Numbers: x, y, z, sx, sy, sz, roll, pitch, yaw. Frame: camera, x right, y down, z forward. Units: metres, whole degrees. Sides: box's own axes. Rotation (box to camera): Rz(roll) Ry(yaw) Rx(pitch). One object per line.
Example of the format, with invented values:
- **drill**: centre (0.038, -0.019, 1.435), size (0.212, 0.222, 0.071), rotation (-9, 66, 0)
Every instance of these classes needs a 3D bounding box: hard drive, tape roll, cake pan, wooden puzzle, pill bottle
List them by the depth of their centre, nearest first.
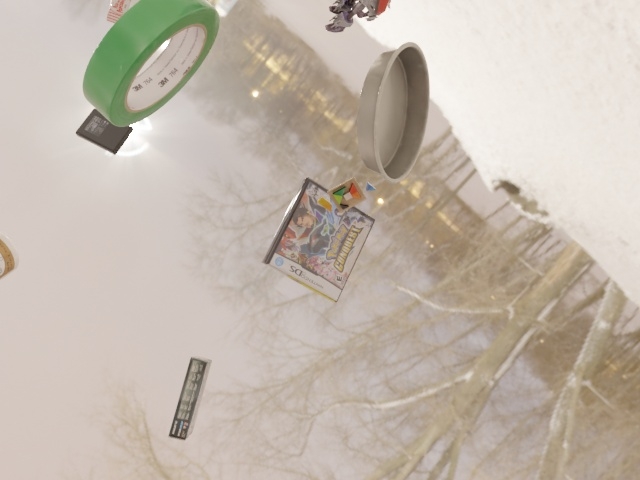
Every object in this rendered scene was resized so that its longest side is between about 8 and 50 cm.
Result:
- **tape roll**: centre (-0.347, -0.381, 1.315), size (0.077, 0.321, 0.321), rotation (42, -172, -1)
- **cake pan**: centre (0.156, -0.269, 1.336), size (0.054, 0.293, 0.293), rotation (13, 174, 27)
- **wooden puzzle**: centre (0.057, -0.096, 1.368), size (0.078, 0.116, 0.014), rotation (46, -164, -38)
- **pill bottle**: centre (-0.872, 0.077, 1.550), size (0.131, 0.131, 0.229), rotation (41, -143, -3)
- **hard drive**: centre (-0.610, -0.309, 1.784), size (0.135, 0.094, 0.022), rotation (27, 163, 13)

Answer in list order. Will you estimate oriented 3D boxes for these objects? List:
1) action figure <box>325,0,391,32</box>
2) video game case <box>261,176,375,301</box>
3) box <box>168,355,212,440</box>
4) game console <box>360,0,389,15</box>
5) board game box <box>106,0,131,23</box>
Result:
- **action figure**: centre (0.126, -0.760, 1.984), size (0.099, 0.185, 0.285), rotation (3, 167, -31)
- **video game case**: centre (0.000, 0.000, 1.791), size (0.248, 0.275, 0.035), rotation (31, 167, -21)
- **box**: centre (-0.363, 0.440, 1.780), size (0.051, 0.220, 0.175), rotation (15, 170, -2)
- **game console**: centre (0.028, -0.674, 1.293), size (0.386, 0.060, 0.342), rotation (52, 180, 1)
- **board game box**: centre (-0.504, -0.682, 1.634), size (0.045, 0.147, 0.193), rotation (13, -117, -25)
